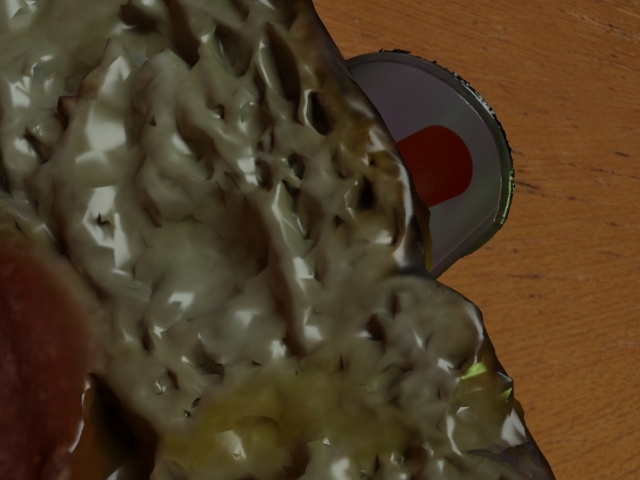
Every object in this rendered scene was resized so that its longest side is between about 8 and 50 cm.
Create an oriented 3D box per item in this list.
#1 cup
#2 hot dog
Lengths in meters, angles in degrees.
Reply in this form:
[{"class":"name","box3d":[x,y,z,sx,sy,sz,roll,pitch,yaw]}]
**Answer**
[{"class":"cup","box3d":[0.000,0.000,0.821,0.203,0.203,0.288,49,45,-4]},{"class":"hot dog","box3d":[-0.012,0.104,0.486,0.365,0.196,0.367,57,10,-70]}]
